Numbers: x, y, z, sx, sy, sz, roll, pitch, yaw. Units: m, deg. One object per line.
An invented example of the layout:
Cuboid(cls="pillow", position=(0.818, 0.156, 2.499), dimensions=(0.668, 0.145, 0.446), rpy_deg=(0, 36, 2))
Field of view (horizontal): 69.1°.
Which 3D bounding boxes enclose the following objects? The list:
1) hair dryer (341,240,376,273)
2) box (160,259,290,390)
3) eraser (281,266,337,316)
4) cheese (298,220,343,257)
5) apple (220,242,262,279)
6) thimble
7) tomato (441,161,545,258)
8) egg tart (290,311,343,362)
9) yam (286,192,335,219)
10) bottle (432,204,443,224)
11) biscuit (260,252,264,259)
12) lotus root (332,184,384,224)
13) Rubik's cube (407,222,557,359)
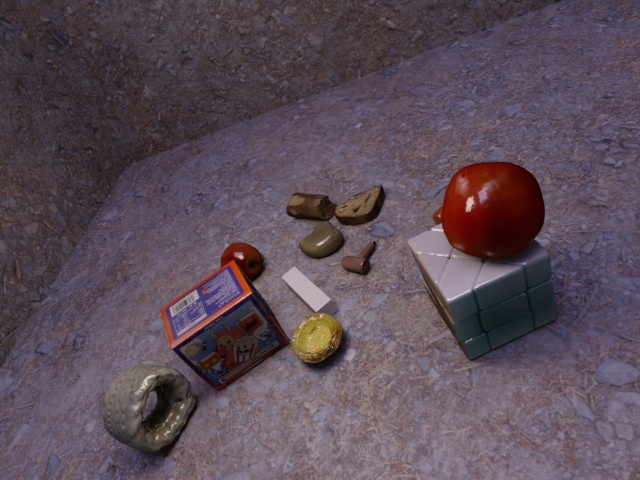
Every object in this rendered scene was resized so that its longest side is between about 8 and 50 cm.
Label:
Cuboid(cls="hair dryer", position=(0.180, 0.063, 1.969), dimensions=(0.117, 0.064, 0.182), rpy_deg=(10, 45, 41))
Cuboid(cls="box", position=(-0.365, 0.329, 1.794), dimensions=(0.348, 0.319, 0.257), rpy_deg=(-34, 38, -7))
Cuboid(cls="eraser", position=(-0.050, 0.217, 1.918), dimensions=(0.078, 0.076, 0.298), rpy_deg=(-39, 39, -12))
Cuboid(cls="cheese", position=(0.000, 0.000, 2.119), dimensions=(0.202, 0.091, 0.175), rpy_deg=(-29, 36, 0))
Cuboid(cls="apple", position=(-0.370, 0.101, 2.170), dimensions=(0.168, 0.181, 0.181), rpy_deg=(21, 59, 37))
Cuboid(cls="thimble", position=(-0.622, 0.600, 1.701), dimensions=(0.195, 0.292, 0.292), rpy_deg=(-1, 46, 33))
Cuboid(cls="tomato", position=(0.479, -0.099, 1.312), dimensions=(0.298, 0.226, 0.299), rpy_deg=(-18, 36, 13))
Cuboid(cls="egg tart", position=(-0.009, 0.366, 1.714), dimensions=(0.212, 0.090, 0.213), rpy_deg=(-17, 38, 13))
Cuboid(cls="yam", position=(-0.051, -0.169, 2.319), dimensions=(0.238, 0.130, 0.128), rpy_deg=(11, 18, 39))
Cuboid(cls="bottle", position=(0.553, -0.140, 1.949), dimensions=(0.187, 0.069, 0.069), rpy_deg=(-40, 39, -16))
Cuboid(cls="biscuit", position=(-0.341, 0.097, 2.284), dimensions=(0.147, 0.018, 0.071), rpy_deg=(-10, 41, 25))
Cuboid(cls="lotus root", position=(0.194, -0.154, 2.185), dimensions=(0.260, 0.075, 0.170), rpy_deg=(-23, 39, 6))
Cuboid(cls="Rubik's cube", position=(0.510, 0.122, 1.481), dimensions=(0.321, 0.316, 0.319), rpy_deg=(-27, 38, 4))
